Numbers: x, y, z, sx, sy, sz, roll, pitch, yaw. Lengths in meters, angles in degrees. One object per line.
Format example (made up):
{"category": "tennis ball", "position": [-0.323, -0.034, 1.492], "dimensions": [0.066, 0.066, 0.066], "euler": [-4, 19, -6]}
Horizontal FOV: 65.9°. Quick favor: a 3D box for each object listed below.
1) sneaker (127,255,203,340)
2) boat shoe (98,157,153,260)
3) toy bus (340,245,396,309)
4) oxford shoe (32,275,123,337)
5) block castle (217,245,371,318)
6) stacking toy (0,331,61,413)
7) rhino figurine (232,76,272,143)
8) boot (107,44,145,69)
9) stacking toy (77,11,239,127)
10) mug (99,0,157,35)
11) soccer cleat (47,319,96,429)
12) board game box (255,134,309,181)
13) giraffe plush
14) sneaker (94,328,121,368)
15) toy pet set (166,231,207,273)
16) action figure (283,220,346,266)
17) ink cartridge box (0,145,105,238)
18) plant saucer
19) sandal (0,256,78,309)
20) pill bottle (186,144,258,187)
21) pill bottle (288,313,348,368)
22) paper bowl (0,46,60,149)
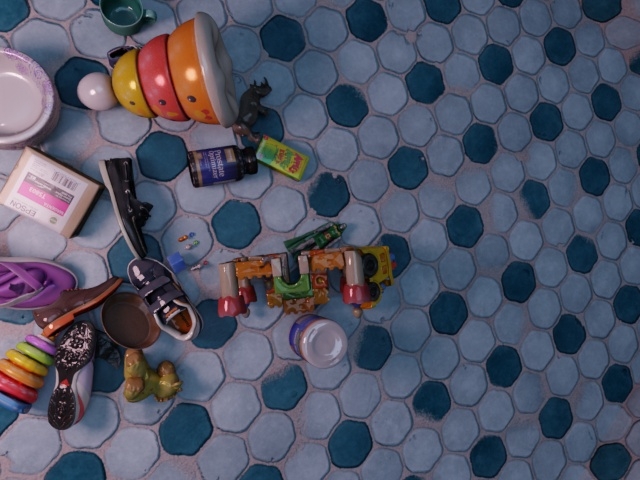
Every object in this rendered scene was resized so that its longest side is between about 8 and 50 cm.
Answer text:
{"category": "sneaker", "position": [-0.491, 0.182, 1.564], "dimensions": [0.126, 0.127, 0.321], "euler": [-41, 98, -2]}
{"category": "boat shoe", "position": [-0.589, -0.108, 1.557], "dimensions": [0.112, 0.127, 0.340], "euler": [-20, 79, -15]}
{"category": "toy bus", "position": [0.195, 0.122, 1.784], "dimensions": [0.211, 0.149, 0.221], "euler": [-10, 92, -33]}
{"category": "oxford shoe", "position": [-0.723, 0.172, 1.487], "dimensions": [0.098, 0.097, 0.271], "euler": [51, 48, 0]}
{"category": "block castle", "position": [-0.081, 0.146, 1.558], "dimensions": [0.452, 0.303, 0.213], "euler": [-6, 92, 0]}
{"category": "stacking toy", "position": [-0.847, 0.339, 1.459], "dimensions": [0.165, 0.175, 0.302], "euler": [32, 65, -7]}
{"category": "rhino figurine", "position": [-0.231, -0.462, 1.714], "dimensions": [0.106, 0.073, 0.244], "euler": [20, 80, -18]}
{"category": "boot", "position": [-0.594, -0.603, 1.604], "dimensions": [0.189, 0.086, 0.069], "euler": [-26, 94, -16]}
{"category": "stacking toy", "position": [-0.521, -0.492, 1.556], "dimensions": [0.479, 0.350, 0.351], "euler": [-11, 90, 2]}
{"category": "mug", "position": [-0.627, -0.723, 1.596], "dimensions": [0.157, 0.097, 0.130], "euler": [36, 77, -12]}
{"category": "soccer cleat", "position": [-0.733, 0.397, 1.488], "dimensions": [0.108, 0.116, 0.319], "euler": [8, 85, 1]}
{"category": "board game box", "position": [-0.139, -0.290, 1.746], "dimensions": [0.181, 0.043, 0.092], "euler": [25, 80, -14]}
{"category": "giraffe plush", "position": [-0.519, 0.436, 1.536], "dimensions": [0.170, 0.181, 0.211], "euler": [2, 95, -24]}
{"category": "sneaker", "position": [-0.694, 0.329, 1.540], "dimensions": [0.170, 0.051, 0.089], "euler": [27, 76, -17]}
{"category": "toy pet set", "position": [-0.444, 0.048, 1.624], "dimensions": [0.114, 0.065, 0.122], "euler": [-28, 95, -16]}
{"category": "action figure", "position": [0.000, 0.000, 1.765], "dimensions": [0.232, 0.063, 0.137], "euler": [-33, 95, -19]}
{"category": "ink cartridge box", "position": [-0.812, -0.143, 1.495], "dimensions": [0.234, 0.088, 0.193], "euler": [29, 90, -13]}
{"category": "plant saucer", "position": [-0.593, 0.254, 1.534], "dimensions": [0.036, 0.199, 0.199], "euler": [-37, 100, 29]}
{"category": "sandal", "position": [-0.896, 0.125, 1.382], "dimensions": [0.416, 0.102, 0.170], "euler": [17, 102, -44]}
{"category": "pill bottle", "position": [-0.326, -0.252, 1.646], "dimensions": [0.219, 0.123, 0.123], "euler": [-13, 91, -17]}
{"category": "pill bottle", "position": [-0.022, 0.323, 1.626], "dimensions": [0.152, 0.272, 0.153], "euler": [1, 86, -17]}
{"category": "paper bowl", "position": [-0.927, -0.409, 1.462], "dimensions": [0.283, 0.148, 0.285], "euler": [1, 87, -17]}
